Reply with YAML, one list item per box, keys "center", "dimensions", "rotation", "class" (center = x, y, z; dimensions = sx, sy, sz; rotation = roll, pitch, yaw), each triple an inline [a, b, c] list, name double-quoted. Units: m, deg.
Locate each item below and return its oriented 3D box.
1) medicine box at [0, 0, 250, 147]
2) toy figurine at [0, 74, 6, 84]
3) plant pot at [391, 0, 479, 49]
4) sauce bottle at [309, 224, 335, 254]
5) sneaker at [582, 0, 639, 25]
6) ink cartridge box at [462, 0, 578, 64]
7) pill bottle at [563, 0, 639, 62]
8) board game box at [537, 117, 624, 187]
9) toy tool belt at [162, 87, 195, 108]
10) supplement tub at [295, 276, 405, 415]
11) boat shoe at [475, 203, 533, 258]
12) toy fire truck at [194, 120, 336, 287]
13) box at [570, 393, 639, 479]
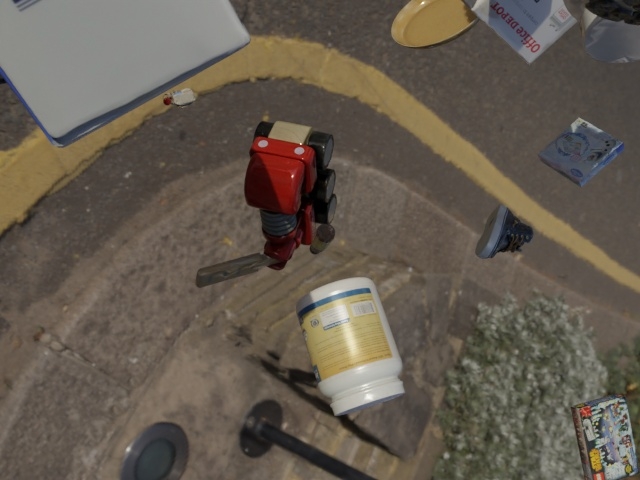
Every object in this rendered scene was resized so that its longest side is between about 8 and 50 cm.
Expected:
- center: [-0.192, -0.247, 0.493]
  dimensions: [0.149, 0.289, 0.263]
  rotation: [-30, 118, 0]
  class: "medicine box"
- center: [-0.538, -0.362, 1.025]
  dimensions: [0.213, 0.148, 0.210]
  rotation: [17, 79, -18]
  class: "toy figurine"
- center: [0.277, -0.513, 1.564]
  dimensions: [0.236, 0.236, 0.032]
  rotation: [-58, 135, -22]
  class: "plant pot"
- center: [0.000, 0.000, 1.436]
  dimensions: [0.042, 0.042, 0.128]
  rotation: [-62, -177, -18]
  class: "sauce bottle"
- center: [0.348, -0.275, 0.563]
  dimensions: [0.410, 0.158, 0.182]
  rotation: [-5, 99, -35]
  class: "sneaker"
- center: [0.368, -0.448, 1.078]
  dimensions: [0.207, 0.117, 0.283]
  rotation: [20, 125, -44]
  class: "ink cartridge box"
- center: [0.316, -0.307, 0.721]
  dimensions: [0.124, 0.124, 0.221]
  rotation: [32, 56, -50]
  class: "pill bottle"
- center: [0.403, -0.137, 1.057]
  dimensions: [0.090, 0.090, 0.020]
  rotation: [-41, 137, -1]
  class: "board game box"
- center: [-0.364, -0.363, 1.739]
  dimensions: [0.083, 0.051, 0.052]
  rotation: [-19, 112, -19]
  class: "toy tool belt"
- center: [0.051, 0.176, 1.135]
  dimensions: [0.144, 0.144, 0.200]
  rotation: [6, 61, -51]
  class: "supplement tub"
- center: [0.344, -0.004, 1.253]
  dimensions: [0.065, 0.083, 0.183]
  rotation: [-59, 175, 34]
  class: "boat shoe"
- center: [-0.086, -0.038, 1.065]
  dimensions: [0.217, 0.158, 0.246]
  rotation: [86, 21, -53]
  class: "toy fire truck"
- center: [0.486, 0.340, 1.162]
  dimensions: [0.094, 0.027, 0.137]
  rotation: [-11, 90, -13]
  class: "box"
